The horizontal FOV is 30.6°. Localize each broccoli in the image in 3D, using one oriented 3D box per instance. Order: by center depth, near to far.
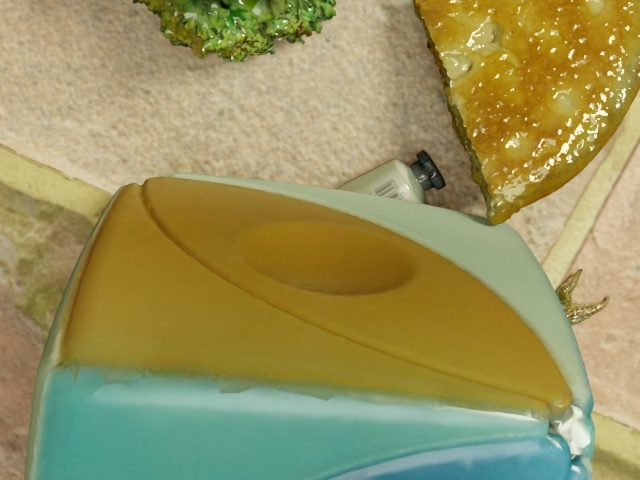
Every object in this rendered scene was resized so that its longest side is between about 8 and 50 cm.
[{"bbox_3d":[-0.066,-0.220,0.873,0.220,0.194,0.194,1,103,-7],"label":"broccoli"}]

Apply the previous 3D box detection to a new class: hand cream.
[{"bbox_3d":[0.000,0.000,1.002,0.234,0.050,0.080,-31,110,11],"label":"hand cream"}]

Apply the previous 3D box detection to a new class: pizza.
[{"bbox_3d":[0.162,-0.154,0.939,0.197,0.058,0.292,19,81,10],"label":"pizza"}]

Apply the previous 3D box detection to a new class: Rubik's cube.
[{"bbox_3d":[-0.016,0.169,0.865,0.352,0.347,0.351,5,113,-1],"label":"Rubik's cube"}]

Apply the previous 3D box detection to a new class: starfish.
[{"bbox_3d":[0.213,0.067,1.034,0.092,0.016,0.086,-11,105,-1],"label":"starfish"}]
